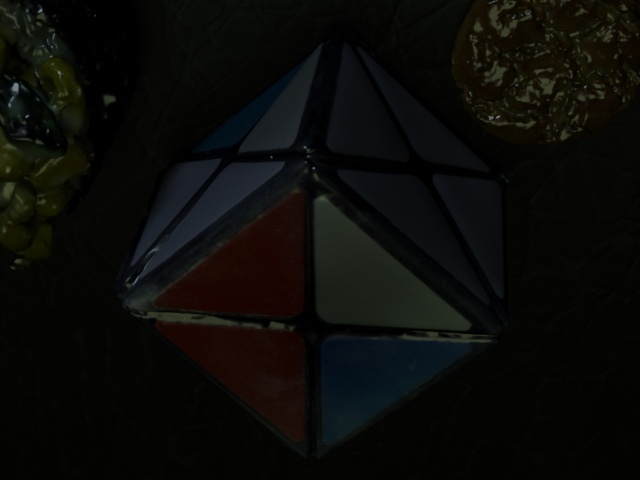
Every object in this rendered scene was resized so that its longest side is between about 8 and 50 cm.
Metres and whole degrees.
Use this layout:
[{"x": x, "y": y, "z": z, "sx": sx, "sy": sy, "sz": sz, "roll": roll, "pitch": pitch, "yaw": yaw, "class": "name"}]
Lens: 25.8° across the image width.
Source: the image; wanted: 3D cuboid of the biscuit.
[{"x": 0.252, "y": -0.198, "z": 1.530, "sx": 0.226, "sy": 0.042, "sz": 0.226, "roll": 3, "pitch": 121, "yaw": 4, "class": "biscuit"}]

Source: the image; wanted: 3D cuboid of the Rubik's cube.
[{"x": 0.000, "y": 0.000, "z": 1.532, "sx": 0.307, "sy": 0.310, "sz": 0.305, "roll": 41, "pitch": 120, "yaw": -19, "class": "Rubik's cube"}]

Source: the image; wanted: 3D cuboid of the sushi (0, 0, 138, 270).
[{"x": -0.365, "y": -0.153, "z": 1.483, "sx": 0.328, "sy": 0.285, "sz": 0.328, "roll": 35, "pitch": 118, "yaw": -15, "class": "sushi"}]
